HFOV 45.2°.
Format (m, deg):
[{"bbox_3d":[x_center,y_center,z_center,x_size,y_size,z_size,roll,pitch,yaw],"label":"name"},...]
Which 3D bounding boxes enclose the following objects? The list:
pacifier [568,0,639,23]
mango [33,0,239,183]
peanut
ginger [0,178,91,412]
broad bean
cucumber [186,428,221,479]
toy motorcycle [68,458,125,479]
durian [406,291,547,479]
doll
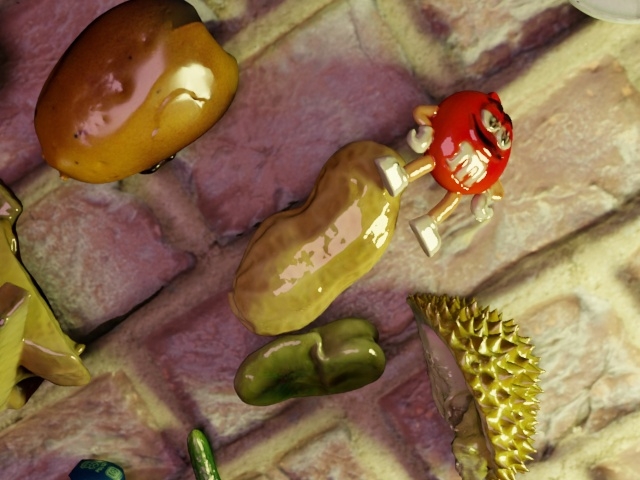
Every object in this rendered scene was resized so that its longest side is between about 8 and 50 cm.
[{"bbox_3d":[0.392,-0.398,0.859,0.299,0.233,0.244,-36,91,9],"label":"pacifier"},{"bbox_3d":[-0.251,-0.190,1.007,0.287,0.152,0.201,-42,82,8],"label":"mango"},{"bbox_3d":[0.000,0.000,1.018,0.305,0.147,0.147,-43,93,10],"label":"peanut"},{"bbox_3d":[-0.541,0.098,1.059,0.413,0.211,0.358,-8,96,8],"label":"ginger"},{"bbox_3d":[-0.013,0.172,1.052,0.206,0.072,0.153,-17,136,7],"label":"broad bean"},{"bbox_3d":[-0.169,0.352,1.144,0.037,0.037,0.155,-15,95,8],"label":"cucumber"},{"bbox_3d":[-0.372,0.448,1.145,0.331,0.125,0.196,-29,93,7],"label":"toy motorcycle"},{"bbox_3d":[0.212,0.213,1.027,0.166,0.172,0.306,-12,107,32],"label":"durian"},{"bbox_3d":[0.179,-0.103,0.983,0.217,0.085,0.183,-43,116,-18],"label":"doll"}]
